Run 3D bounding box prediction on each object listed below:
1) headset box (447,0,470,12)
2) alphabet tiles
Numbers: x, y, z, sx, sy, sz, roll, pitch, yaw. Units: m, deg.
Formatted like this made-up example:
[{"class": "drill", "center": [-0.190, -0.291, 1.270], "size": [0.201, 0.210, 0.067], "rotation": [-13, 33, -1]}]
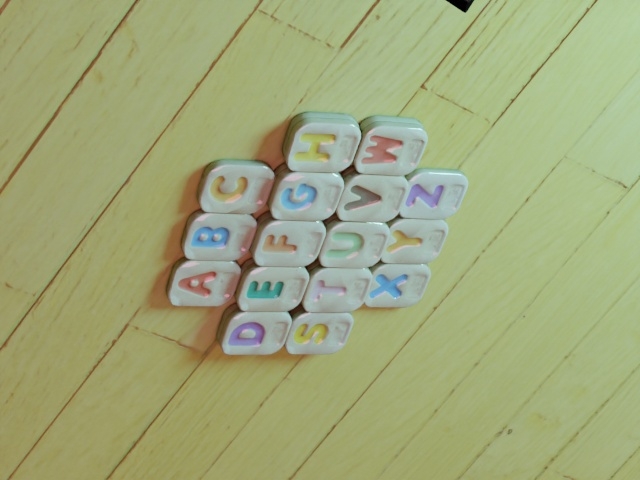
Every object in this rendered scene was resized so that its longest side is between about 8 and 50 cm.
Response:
[{"class": "headset box", "center": [0.091, -0.343, 1.351], "size": [0.218, 0.110, 0.293], "rotation": [33, 94, 1]}, {"class": "alphabet tiles", "center": [0.000, 0.000, 1.847], "size": [0.278, 0.021, 0.284], "rotation": [2, 127, -26]}]
